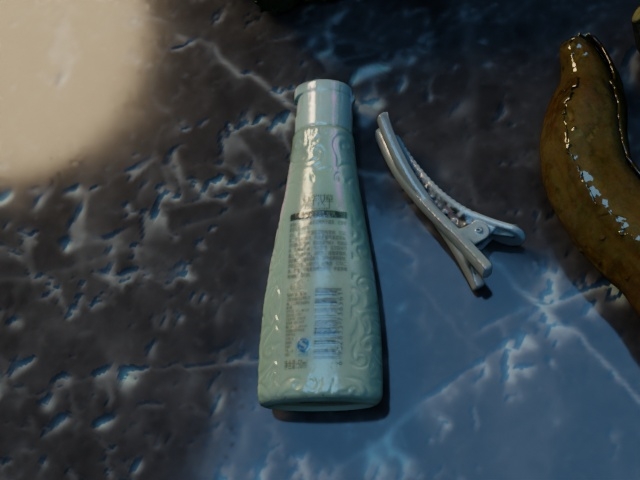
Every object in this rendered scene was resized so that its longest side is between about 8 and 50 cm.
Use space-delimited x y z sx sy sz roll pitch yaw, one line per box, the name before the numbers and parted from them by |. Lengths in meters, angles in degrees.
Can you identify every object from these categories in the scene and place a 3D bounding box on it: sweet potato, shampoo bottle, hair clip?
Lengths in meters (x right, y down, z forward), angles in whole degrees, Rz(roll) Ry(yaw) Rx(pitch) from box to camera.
sweet potato | 0.176 -0.011 0.602 0.081 0.062 0.233 -23 66 -16
shampoo bottle | 0.000 0.000 0.633 0.069 0.041 0.191 -4 71 13
hair clip | 0.071 -0.028 0.640 0.039 0.030 0.115 -30 71 -22

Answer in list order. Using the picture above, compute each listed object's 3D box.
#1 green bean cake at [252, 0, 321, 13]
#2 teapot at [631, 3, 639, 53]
green bean cake | 0.031 -0.212 0.665 0.193 0.107 0.208 43 84 16
teapot | 0.256 -0.136 0.587 0.182 0.173 0.269 -16 58 29
